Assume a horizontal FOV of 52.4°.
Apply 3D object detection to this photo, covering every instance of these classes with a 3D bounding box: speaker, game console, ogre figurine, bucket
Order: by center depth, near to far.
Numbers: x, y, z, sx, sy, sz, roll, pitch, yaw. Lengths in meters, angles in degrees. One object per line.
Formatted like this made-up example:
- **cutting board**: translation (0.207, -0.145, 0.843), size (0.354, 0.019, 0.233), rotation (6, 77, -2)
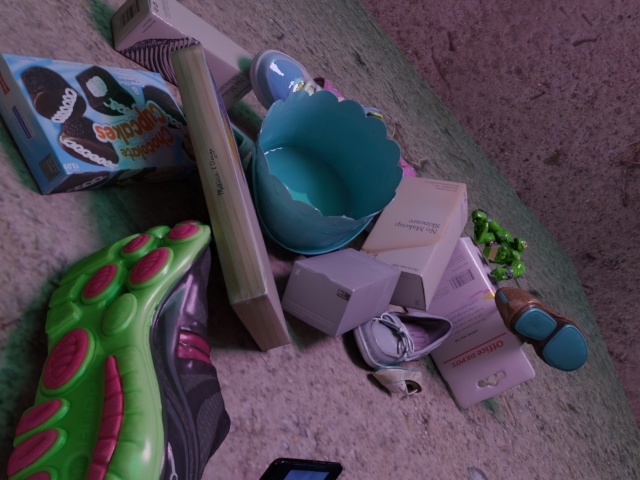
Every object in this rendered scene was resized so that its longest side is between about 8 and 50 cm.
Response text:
- **game console**: translation (-0.026, 0.362, 0.856), size (0.144, 0.124, 0.085), rotation (26, 13, -47)
- **bucket**: translation (-0.007, -0.119, 1.211), size (0.281, 0.183, 0.281), rotation (10, 62, -19)
- **speaker**: translation (-0.194, -0.210, 1.248), size (0.136, 0.055, 0.055), rotation (40, 30, -31)
- **ogre figurine**: translation (0.429, 0.018, 1.555), size (0.118, 0.097, 0.197), rotation (19, 25, -37)

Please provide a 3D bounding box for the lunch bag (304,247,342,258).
- **lunch bag**: translation (0.000, 0.000, 1.326), size (0.098, 0.067, 0.065), rotation (36, 32, -35)

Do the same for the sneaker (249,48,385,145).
- **sneaker**: translation (0.015, -0.272, 1.321), size (0.319, 0.208, 0.127), rotation (37, 76, -44)

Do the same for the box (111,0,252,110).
- **box**: translation (-0.256, -0.364, 1.255), size (0.275, 0.113, 0.094), rotation (24, 41, -46)

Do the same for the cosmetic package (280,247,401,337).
- **cosmetic package**: translation (0.043, 0.089, 1.210), size (0.127, 0.107, 0.238), rotation (26, 19, 25)

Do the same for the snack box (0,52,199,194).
- **snack box**: translation (-0.319, -0.174, 0.984), size (0.187, 0.060, 0.322), rotation (60, 26, 5)

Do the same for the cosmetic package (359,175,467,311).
- **cosmetic package**: translation (0.207, -0.002, 1.439), size (0.309, 0.160, 0.113), rotation (-57, 147, -40)

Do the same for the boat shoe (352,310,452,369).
- **boat shoe**: translation (0.174, 0.197, 1.359), size (0.320, 0.103, 0.118), rotation (13, 49, -55)

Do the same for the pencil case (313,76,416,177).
- **pencil case**: translation (0.072, -0.236, 1.618), size (0.386, 0.167, 0.160), rotation (39, 50, -33)

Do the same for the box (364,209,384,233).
- **box**: translation (0.161, -0.086, 1.596), size (0.233, 0.159, 0.044), rotation (37, 5, -36)

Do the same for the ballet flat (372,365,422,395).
- **ballet flat**: translation (0.163, 0.283, 1.302), size (0.168, 0.057, 0.052), rotation (18, 55, -51)

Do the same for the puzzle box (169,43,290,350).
- **puzzle box**: translation (-0.134, -0.056, 0.997), size (0.272, 0.052, 0.409), rotation (78, -5, -67)

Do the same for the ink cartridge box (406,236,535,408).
- **ink cartridge box**: translation (0.347, 0.191, 1.545), size (0.119, 0.207, 0.353), rotation (-1, 62, -64)

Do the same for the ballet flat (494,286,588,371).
- **ballet flat**: translation (0.490, 0.189, 1.463), size (0.342, 0.116, 0.124), rotation (31, 18, -39)

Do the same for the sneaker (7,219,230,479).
- **sneaker**: translation (-0.203, 0.149, 0.743), size (0.483, 0.185, 0.202), rotation (-89, 164, -52)
